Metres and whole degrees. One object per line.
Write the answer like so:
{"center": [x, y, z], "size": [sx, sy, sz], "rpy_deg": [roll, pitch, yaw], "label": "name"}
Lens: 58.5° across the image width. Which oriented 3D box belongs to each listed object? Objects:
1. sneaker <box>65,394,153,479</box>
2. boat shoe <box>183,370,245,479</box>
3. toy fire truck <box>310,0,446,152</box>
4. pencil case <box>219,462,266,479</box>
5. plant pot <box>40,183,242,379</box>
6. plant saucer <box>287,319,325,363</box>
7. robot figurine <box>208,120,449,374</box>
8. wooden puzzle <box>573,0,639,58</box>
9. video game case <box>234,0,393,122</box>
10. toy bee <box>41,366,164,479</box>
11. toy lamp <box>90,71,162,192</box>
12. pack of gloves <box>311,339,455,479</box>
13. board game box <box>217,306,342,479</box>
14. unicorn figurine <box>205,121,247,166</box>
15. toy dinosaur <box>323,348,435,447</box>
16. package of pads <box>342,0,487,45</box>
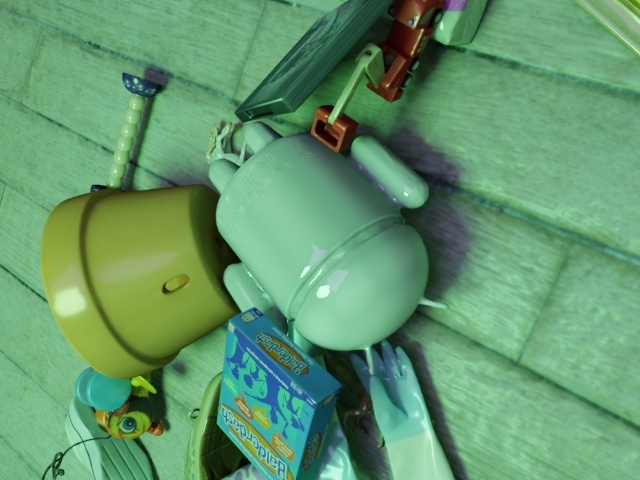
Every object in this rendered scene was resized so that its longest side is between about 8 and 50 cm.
{"center": [-0.384, 0.396, 1.040], "size": [0.258, 0.094, 0.091], "rpy_deg": [54, 131, 24], "label": "sneaker"}
{"center": [-0.173, 0.331, 0.902], "size": [0.089, 0.104, 0.285], "rpy_deg": [19, 100, 46], "label": "boat shoe"}
{"center": [0.069, -0.208, 0.688], "size": [0.047, 0.135, 0.192], "rpy_deg": [38, 130, 17], "label": "toy fire truck"}
{"center": [-0.092, 0.368, 0.826], "size": [0.206, 0.086, 0.088], "rpy_deg": [-26, 96, -4], "label": "pencil case"}
{"center": [-0.236, 0.039, 0.861], "size": [0.203, 0.291, 0.291], "rpy_deg": [-19, 79, 12], "label": "plant pot"}
{"center": [-0.020, 0.198, 0.868], "size": [0.067, 0.018, 0.192], "rpy_deg": [-1, 89, 29], "label": "plant saucer"}
{"center": [0.000, 0.000, 0.756], "size": [0.300, 0.200, 0.353], "rpy_deg": [-47, 68, 12], "label": "robot figurine"}
{"center": [0.421, -0.298, 0.615], "size": [0.221, 0.044, 0.239], "rpy_deg": [-45, 68, 21], "label": "wooden puzzle"}
{"center": [-0.015, -0.235, 0.734], "size": [0.026, 0.274, 0.196], "rpy_deg": [43, 84, -19], "label": "video game case"}
{"center": [-0.344, 0.274, 0.995], "size": [0.195, 0.162, 0.298], "rpy_deg": [24, 88, 59], "label": "toy bee"}
{"center": [-0.357, -0.158, 1.032], "size": [0.080, 0.080, 0.275], "rpy_deg": [23, 101, 28], "label": "toy lamp"}
{"center": [0.051, 0.257, 0.754], "size": [0.195, 0.046, 0.232], "rpy_deg": [-22, 80, 10], "label": "pack of gloves"}
{"center": [-0.062, 0.214, 0.734], "size": [0.160, 0.047, 0.210], "rpy_deg": [36, 132, 31], "label": "board game box"}
{"center": [-0.137, -0.126, 0.919], "size": [0.162, 0.060, 0.111], "rpy_deg": [36, 104, 50], "label": "unicorn figurine"}
{"center": [0.070, 0.227, 0.808], "size": [0.183, 0.053, 0.093], "rpy_deg": [27, 87, 20], "label": "toy dinosaur"}
{"center": [0.131, -0.427, 0.713], "size": [0.229, 0.101, 0.297], "rpy_deg": [32, 121, 24], "label": "package of pads"}
